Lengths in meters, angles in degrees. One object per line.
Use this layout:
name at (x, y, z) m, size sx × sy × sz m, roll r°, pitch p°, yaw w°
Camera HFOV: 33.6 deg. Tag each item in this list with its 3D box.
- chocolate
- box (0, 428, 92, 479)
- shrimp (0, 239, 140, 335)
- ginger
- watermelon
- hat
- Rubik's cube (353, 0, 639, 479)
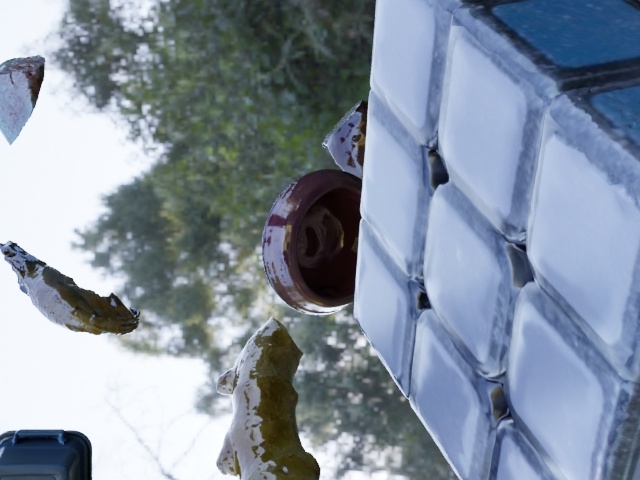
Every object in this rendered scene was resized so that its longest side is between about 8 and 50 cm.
chocolate at (0.079, -0.133, 1.579) m, size 0.133 × 0.127 × 0.124 m, roll 38°, pitch -104°, yaw -12°
box at (-0.208, 0.193, 0.779) m, size 0.054 × 0.074 × 0.099 m, roll -95°, pitch 5°, yaw -80°
shrimp at (-0.330, 0.070, 1.357) m, size 0.117 × 0.262 × 0.066 m, roll 20°, pitch -82°, yaw -44°
ginger at (-0.039, 0.182, 0.937) m, size 0.299 × 0.118 × 0.065 m, roll -97°, pitch -13°, yaw -53°
watermelon at (-0.424, -0.217, 1.492) m, size 0.081 × 0.094 × 0.180 m, roll 51°, pitch -168°, yaw -39°
hat at (0.000, 0.000, 1.401) m, size 0.205 × 0.089 × 0.205 m, roll -8°, pitch -76°, yaw -38°
Rubik's cube at (0.214, -0.005, 0.640) m, size 0.305 × 0.301 × 0.304 m, roll -126°, pitch 30°, yaw -48°
